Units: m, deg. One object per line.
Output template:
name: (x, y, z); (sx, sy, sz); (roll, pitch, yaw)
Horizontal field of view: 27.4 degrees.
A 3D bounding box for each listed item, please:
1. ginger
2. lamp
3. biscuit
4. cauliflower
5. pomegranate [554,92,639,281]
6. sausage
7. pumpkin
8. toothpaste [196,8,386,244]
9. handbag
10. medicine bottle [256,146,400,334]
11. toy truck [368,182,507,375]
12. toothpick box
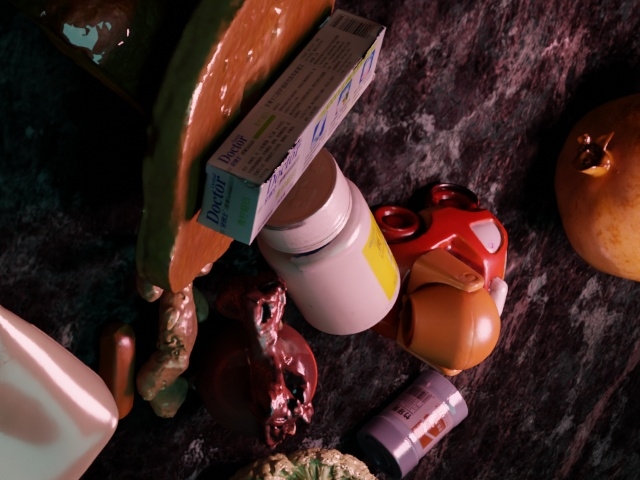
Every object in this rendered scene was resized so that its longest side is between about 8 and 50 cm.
ginger: (-0.166, 0.095, 1.535); (0.149, 0.065, 0.258); (-56, 155, -45)
lamp: (-0.070, 0.150, 1.628); (0.151, 0.223, 0.215); (-15, 85, -36)
biscuit: (-0.086, -0.152, 1.348); (0.385, 0.062, 0.365); (-54, 161, -50)
cauliflower: (-0.029, 0.426, 1.831); (0.272, 0.250, 0.275); (0, 123, -48)
pomegranate: (0.496, -0.088, 2.011); (0.319, 0.319, 0.319); (-31, 138, -32)
sausage: (-0.238, 0.150, 1.533); (0.039, 0.041, 0.131); (-30, 139, -44)
pumpkin: (-0.182, -0.237, 1.195); (0.169, 0.148, 0.312); (-49, 149, -2)
toothpaste: (-0.023, -0.128, 1.357); (0.336, 0.067, 0.081); (-55, 164, -47)
handbag: (-0.366, 0.183, 1.357); (0.241, 0.109, 0.315); (-53, 142, -5)
medicine bottle: (0.000, 0.000, 1.608); (0.143, 0.143, 0.258); (-48, 144, -11)
toy truck: (0.179, 0.065, 1.790); (0.265, 0.239, 0.189); (-22, 134, -40)
toothpick box: (0.144, 0.288, 2.054); (0.153, 0.101, 0.101); (-40, 143, -22)
